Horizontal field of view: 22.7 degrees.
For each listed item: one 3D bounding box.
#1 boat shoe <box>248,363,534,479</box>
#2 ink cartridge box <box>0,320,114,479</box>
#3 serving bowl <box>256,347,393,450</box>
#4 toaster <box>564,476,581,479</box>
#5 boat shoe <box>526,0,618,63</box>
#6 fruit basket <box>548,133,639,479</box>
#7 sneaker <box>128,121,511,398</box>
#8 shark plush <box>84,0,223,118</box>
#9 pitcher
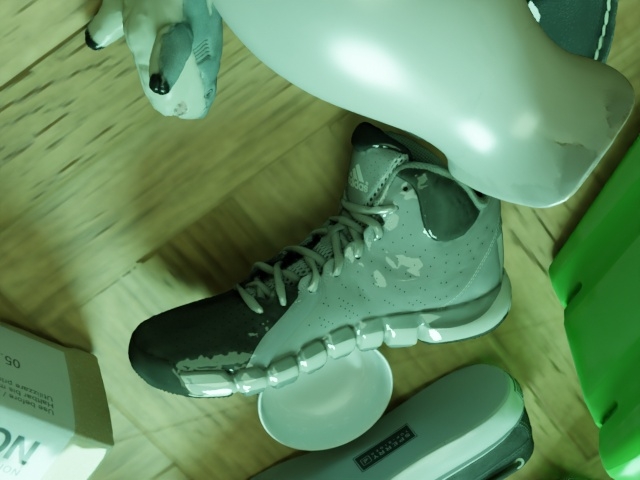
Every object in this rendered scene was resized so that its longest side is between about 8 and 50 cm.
[{"bbox_3d":[0.032,0.162,0.990,0.229,0.080,0.076,-32,124,-5],"label":"boat shoe"},{"bbox_3d":[-0.261,0.116,0.856,0.235,0.088,0.193,26,112,-29],"label":"ink cartridge box"},{"bbox_3d":[0.000,0.085,0.955,0.083,0.027,0.083,-8,124,-12],"label":"serving bowl"},{"bbox_3d":[0.170,0.273,1.033,0.110,0.185,0.168,26,111,-34],"label":"toaster"},{"bbox_3d":[0.103,-0.180,0.781,0.114,0.091,0.302,-19,125,-5],"label":"boat shoe"},{"bbox_3d":[0.368,0.038,0.883,0.392,0.283,0.392,-4,134,-4],"label":"fruit basket"},{"bbox_3d":[0.000,0.000,0.878,0.229,0.086,0.132,-12,120,-22],"label":"sneaker"},{"bbox_3d":[-0.063,-0.141,0.797,0.067,0.073,0.161,5,100,-42],"label":"shark plush"},{"bbox_3d":[0.026,-0.111,0.766,0.207,0.178,0.125,40,74,-26],"label":"pitcher"}]
